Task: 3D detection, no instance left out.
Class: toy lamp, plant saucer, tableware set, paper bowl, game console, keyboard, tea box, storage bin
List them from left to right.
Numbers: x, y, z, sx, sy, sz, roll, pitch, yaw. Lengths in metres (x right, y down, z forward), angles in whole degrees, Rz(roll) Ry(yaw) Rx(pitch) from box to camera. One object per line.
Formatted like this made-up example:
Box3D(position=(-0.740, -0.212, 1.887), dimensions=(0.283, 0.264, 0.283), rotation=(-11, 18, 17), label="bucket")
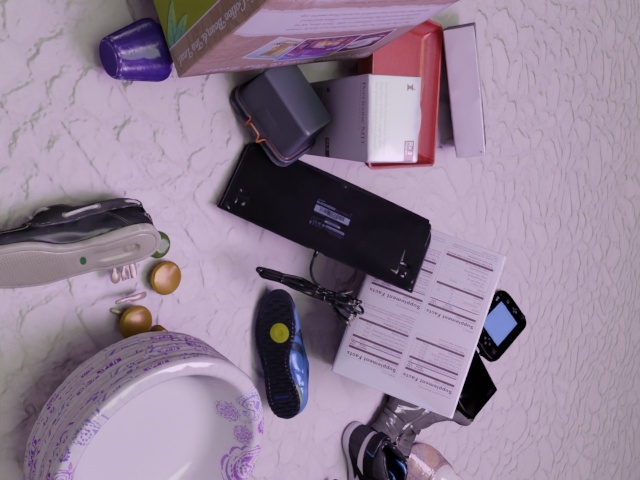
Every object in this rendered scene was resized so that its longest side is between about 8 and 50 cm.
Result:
Box3D(position=(-0.223, 0.251, 0.788), dimensions=(0.284, 0.148, 0.284), rotation=(-17, 117, -36), label="paper bowl")
Box3D(position=(-0.235, 0.069, 0.843), dimensions=(0.104, 0.024, 0.154), rotation=(-19, 110, -42), label="tableware set")
Box3D(position=(-0.153, -0.261, 0.814), dimensions=(0.274, 0.080, 0.080), rotation=(-25, 114, -37), label="toy lamp")
Box3D(position=(-0.054, -0.185, 0.878), dimensions=(0.098, 0.091, 0.135), rotation=(-38, 96, -30), label="storage bin")
Box3D(position=(-0.034, -0.396, 0.745), dimensions=(0.329, 0.220, 0.324), rotation=(-20, 94, -38), label="tea box")
Box3D(position=(0.000, 0.000, 0.920), dimensions=(0.317, 0.033, 0.202), rotation=(24, 74, -5), label="keyboard")
Box3D(position=(0.132, -0.255, 1.064), dimensions=(0.259, 0.047, 0.259), rotation=(-12, 107, -55), label="plant saucer")
Box3D(position=(0.340, 0.204, 1.336), dimensions=(0.361, 0.044, 0.213), rotation=(-30, 93, -45), label="game console")

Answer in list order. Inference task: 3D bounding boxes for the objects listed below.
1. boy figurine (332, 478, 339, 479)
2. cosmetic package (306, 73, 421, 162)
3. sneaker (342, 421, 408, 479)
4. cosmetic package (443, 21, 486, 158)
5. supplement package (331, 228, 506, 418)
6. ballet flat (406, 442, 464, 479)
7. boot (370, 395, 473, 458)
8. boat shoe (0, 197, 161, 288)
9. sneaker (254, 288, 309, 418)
Box3D(position=(-0.055, 0.505, 1.046), dimensions=(0.285, 0.092, 0.177), rotation=(-12, 112, -43), label="boy figurine")
Box3D(position=(0.051, -0.176, 0.903), dimensions=(0.085, 0.231, 0.117), rotation=(-3, 100, -22), label="cosmetic package")
Box3D(position=(0.115, 0.453, 1.168), dimensions=(0.079, 0.121, 0.217), rotation=(-33, 119, -32), label="sneaker")
Box3D(position=(0.278, -0.287, 1.190), dimensions=(0.099, 0.060, 0.239), rotation=(-59, 141, -64), label="cosmetic package")
Box3D(position=(0.156, 0.127, 1.039), dimensions=(0.199, 0.198, 0.263), rotation=(73, 38, -80), label="supplement package")
Box3D(position=(0.279, 0.548, 1.349), dimensions=(0.107, 0.106, 0.316), rotation=(-51, 127, -23), label="ballet flat")
Box3D(position=(0.203, 0.373, 1.274), dimensions=(0.246, 0.083, 0.161), rotation=(36, 79, -33), label="boot")
Box3D(position=(-0.313, -0.001, 0.732), dimensions=(0.233, 0.079, 0.084), rotation=(-13, 150, -30), label="boat shoe")
Box3D(position=(-0.057, 0.179, 1.008), dimensions=(0.082, 0.069, 0.209), rotation=(-24, 108, -73), label="sneaker")
